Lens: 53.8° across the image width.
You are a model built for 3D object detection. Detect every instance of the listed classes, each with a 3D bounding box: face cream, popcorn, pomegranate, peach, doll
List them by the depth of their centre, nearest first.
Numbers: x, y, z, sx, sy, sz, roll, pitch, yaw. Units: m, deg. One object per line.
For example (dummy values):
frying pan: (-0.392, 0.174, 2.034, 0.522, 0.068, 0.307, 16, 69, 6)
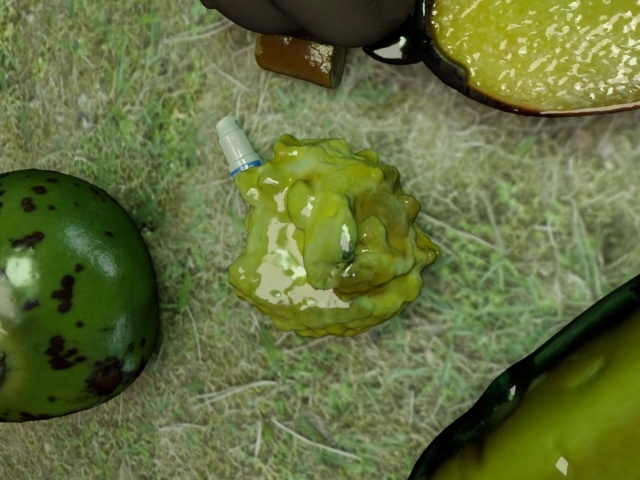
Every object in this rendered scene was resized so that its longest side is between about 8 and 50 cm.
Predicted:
peach: (0.201, -0.172, 0.426, 0.279, 0.068, 0.189, 9, 95, 29)
doll: (-0.020, -0.214, 0.465, 0.257, 0.182, 0.117, 21, 72, 47)
popcorn: (0.002, -0.005, 0.521, 0.174, 0.142, 0.173, 13, 123, 20)
face cream: (-0.065, -0.059, 0.602, 0.034, 0.034, 0.130, -28, 85, 28)
pomegranate: (-0.283, 0.063, 0.614, 0.254, 0.270, 0.254, 2, 118, 4)

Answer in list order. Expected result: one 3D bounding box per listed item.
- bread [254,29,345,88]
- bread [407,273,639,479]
bread: (-0.020, -0.166, 0.558, 0.083, 0.036, 0.047, 22, 113, 24)
bread: (0.222, 0.170, 0.395, 0.376, 0.208, 0.251, -51, 63, 24)
